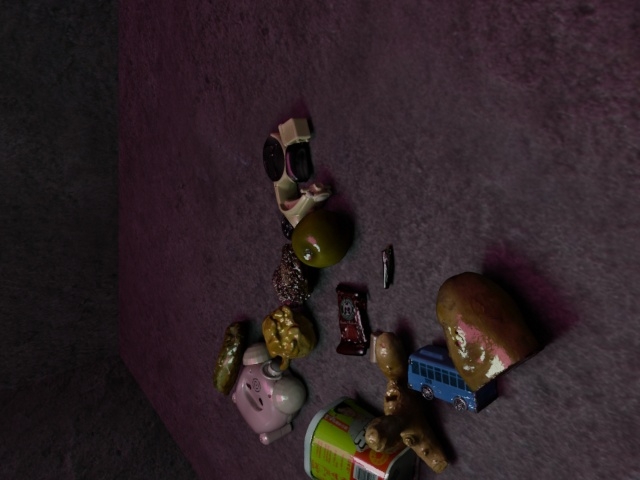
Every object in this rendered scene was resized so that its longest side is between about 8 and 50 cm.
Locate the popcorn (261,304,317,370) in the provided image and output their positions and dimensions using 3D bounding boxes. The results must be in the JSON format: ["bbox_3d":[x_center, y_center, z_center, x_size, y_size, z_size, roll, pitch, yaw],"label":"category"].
[{"bbox_3d":[-0.113,0.354,1.969,0.254,0.189,0.192,94,159,-54],"label":"popcorn"}]

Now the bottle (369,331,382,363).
[{"bbox_3d":[0.183,0.347,1.726,0.045,0.045,0.097,16,112,47],"label":"bottle"}]

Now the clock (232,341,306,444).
[{"bbox_3d":[-0.216,0.623,2.202,0.342,0.183,0.326,41,125,29],"label":"clock"}]

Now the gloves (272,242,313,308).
[{"bbox_3d":[-0.090,0.118,1.906,0.312,0.135,0.211,126,143,-67],"label":"gloves"}]

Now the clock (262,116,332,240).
[{"bbox_3d":[-0.086,-0.205,1.825,0.276,0.120,0.380,-24,82,54],"label":"clock"}]

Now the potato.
[{"bbox_3d":[0.391,0.204,1.301,0.266,0.229,0.229,61,139,21],"label":"potato"}]

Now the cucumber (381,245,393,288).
[{"bbox_3d":[0.206,0.082,1.627,0.034,0.033,0.135,-2,103,17],"label":"cucumber"}]

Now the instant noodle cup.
[{"bbox_3d":[0.143,0.704,1.735,0.307,0.293,0.294,16,114,40],"label":"instant noodle cup"}]

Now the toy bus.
[{"bbox_3d":[0.357,0.372,1.471,0.233,0.116,0.134,7,109,48],"label":"toy bus"}]

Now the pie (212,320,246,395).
[{"bbox_3d":[-0.389,0.507,2.308,0.288,0.102,0.355,-82,5,-59],"label":"pie"}]

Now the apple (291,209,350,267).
[{"bbox_3d":[0.000,0.000,1.726,0.196,0.157,0.197,18,131,23],"label":"apple"}]

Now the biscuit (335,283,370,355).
[{"bbox_3d":[0.104,0.267,1.780,0.151,0.063,0.236,-2,94,50],"label":"biscuit"}]

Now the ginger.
[{"bbox_3d":[0.250,0.492,1.592,0.122,0.348,0.363,-25,39,25],"label":"ginger"}]
